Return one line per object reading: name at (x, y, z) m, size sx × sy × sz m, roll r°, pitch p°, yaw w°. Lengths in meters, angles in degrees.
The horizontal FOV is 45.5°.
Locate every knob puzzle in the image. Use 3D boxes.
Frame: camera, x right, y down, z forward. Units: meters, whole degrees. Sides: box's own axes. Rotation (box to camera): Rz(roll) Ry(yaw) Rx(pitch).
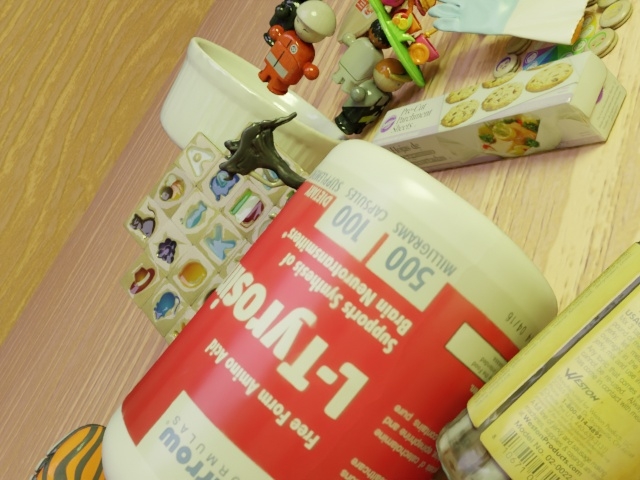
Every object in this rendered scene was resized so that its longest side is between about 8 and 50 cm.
knob puzzle at (0.104, -0.432, 1.400) m, size 0.213 × 0.030 × 0.213 m, roll -39°, pitch 29°, yaw 27°

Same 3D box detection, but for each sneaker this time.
sneaker at (-0.326, 0.383, 0.965) m, size 0.180 × 0.124 × 0.321 m, roll -24°, pitch 37°, yaw 53°

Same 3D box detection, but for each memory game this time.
memory game at (0.268, -0.226, 0.867) m, size 0.186 × 0.012 × 0.186 m, roll -41°, pitch 28°, yaw 27°

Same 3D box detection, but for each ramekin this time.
ramekin at (-0.107, -0.173, 1.157) m, size 0.135 × 0.277 × 0.277 m, roll -55°, pitch 24°, yaw 15°

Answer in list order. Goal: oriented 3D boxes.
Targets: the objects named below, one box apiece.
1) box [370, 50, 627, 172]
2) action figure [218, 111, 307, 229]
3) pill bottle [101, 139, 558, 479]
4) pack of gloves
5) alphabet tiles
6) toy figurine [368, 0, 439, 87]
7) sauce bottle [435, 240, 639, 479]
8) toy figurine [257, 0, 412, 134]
box at (0.176, -0.128, 0.840) m, size 0.324 × 0.063 × 0.067 m, roll -2°, pitch 54°, yaw 60°
action figure at (0.000, 0.000, 0.806) m, size 0.141 × 0.275 × 0.164 m, roll -24°, pitch 6°, yaw 3°
pill bottle at (-0.021, 0.140, 0.615) m, size 0.407 × 0.229 × 0.229 m, roll -51°, pitch 25°, yaw -3°
pack of gloves at (0.244, -0.327, 0.912) m, size 0.232 × 0.046 × 0.195 m, roll 24°, pitch 91°, yaw 46°
alphabet tiles at (-0.110, 0.021, 0.970) m, size 0.285 × 0.011 × 0.342 m, roll -50°, pitch 62°, yaw 8°
toy figurine at (0.162, -0.322, 1.031) m, size 0.159 × 0.173 × 0.130 m, roll -29°, pitch 15°, yaw 19°
sauce bottle at (0.225, 0.049, 0.469) m, size 0.344 × 0.111 × 0.111 m, roll -46°, pitch 26°, yaw 14°
toy figurine at (0.025, -0.285, 1.132) m, size 0.148 × 0.209 × 0.213 m, roll -50°, pitch 23°, yaw 32°
